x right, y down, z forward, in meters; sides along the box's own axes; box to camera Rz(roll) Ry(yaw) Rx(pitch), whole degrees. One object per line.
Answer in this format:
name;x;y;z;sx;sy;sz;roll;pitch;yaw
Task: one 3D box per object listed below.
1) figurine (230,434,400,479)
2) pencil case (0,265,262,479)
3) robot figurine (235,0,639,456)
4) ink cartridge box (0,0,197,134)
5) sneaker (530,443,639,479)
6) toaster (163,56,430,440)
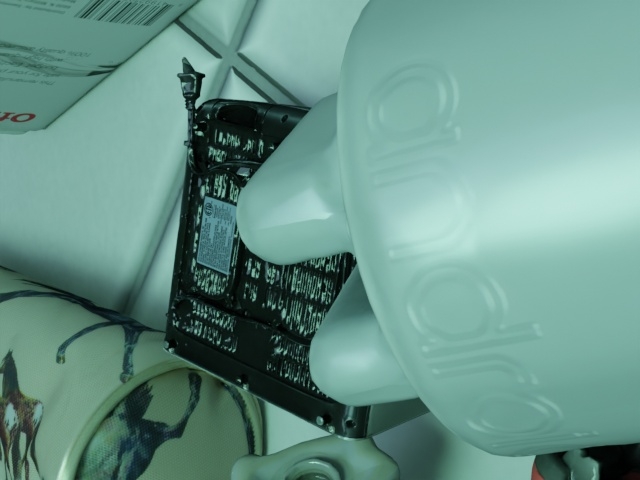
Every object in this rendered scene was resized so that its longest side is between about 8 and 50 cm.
figurine;0.038;0.235;0.554;0.215;0.092;0.209;41;148;49
pencil case;-0.227;0.122;0.786;0.410;0.160;0.183;13;85;42
robot figurine;0.147;-0.032;0.378;0.354;0.199;0.299;-15;116;29
ink cartridge box;-0.230;-0.198;0.730;0.307;0.223;0.129;-27;73;41
sneaker;0.194;0.197;0.441;0.276;0.098;0.135;31;112;40
toaster;0.000;0.000;0.602;0.168;0.110;0.185;17;105;40
